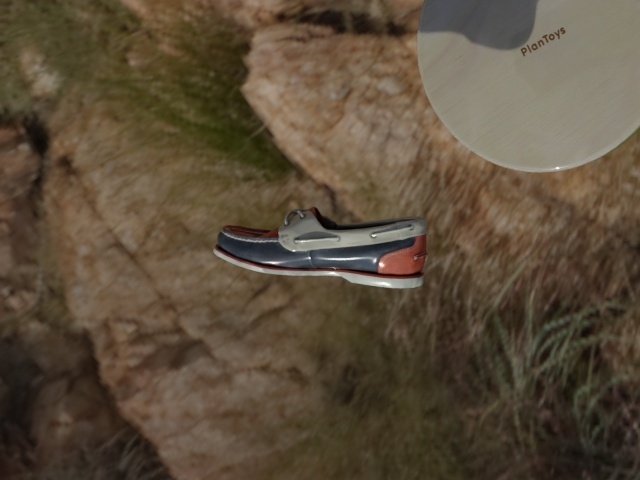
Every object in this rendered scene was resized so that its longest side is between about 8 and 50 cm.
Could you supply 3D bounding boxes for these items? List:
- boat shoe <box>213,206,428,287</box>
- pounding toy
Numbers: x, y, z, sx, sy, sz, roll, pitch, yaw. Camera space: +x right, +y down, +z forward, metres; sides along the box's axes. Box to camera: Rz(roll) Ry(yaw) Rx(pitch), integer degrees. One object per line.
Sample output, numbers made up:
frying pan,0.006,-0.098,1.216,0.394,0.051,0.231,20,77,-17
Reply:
boat shoe,0.000,0.000,0.914,0.137,0.049,0.043,6,106,14
pounding toy,0.195,-0.138,1.031,0.237,0.110,0.183,2,93,24
